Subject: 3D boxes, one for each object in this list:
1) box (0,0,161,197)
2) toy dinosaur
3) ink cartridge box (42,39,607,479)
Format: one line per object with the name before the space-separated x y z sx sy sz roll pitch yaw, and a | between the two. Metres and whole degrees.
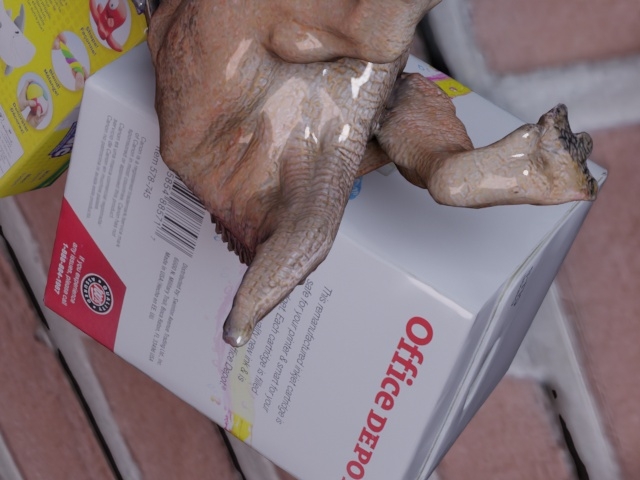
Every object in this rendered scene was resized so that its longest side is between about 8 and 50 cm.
box | -0.117 -0.105 0.691 0.179 0.043 0.105 -36 77 46
toy dinosaur | -0.018 -0.085 0.521 0.200 0.295 0.127 -12 152 37
ink cartridge box | 0.000 0.000 0.632 0.176 0.127 0.128 33 131 15
